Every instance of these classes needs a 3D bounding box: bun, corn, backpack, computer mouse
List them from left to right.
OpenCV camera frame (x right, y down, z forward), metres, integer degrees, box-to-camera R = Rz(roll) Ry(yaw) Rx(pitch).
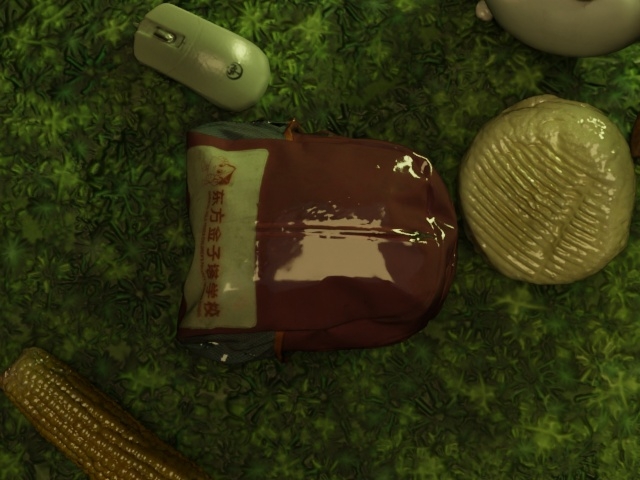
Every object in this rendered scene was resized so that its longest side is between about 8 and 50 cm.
[{"bbox_3d":[-0.240,0.242,1.854,0.320,0.097,0.097,39,88,5],"label":"corn"},{"bbox_3d":[-0.147,-0.224,1.896,0.181,0.056,0.089,28,83,3],"label":"computer mouse"},{"bbox_3d":[0.000,0.000,1.803,0.317,0.197,0.283,-1,84,12],"label":"backpack"},{"bbox_3d":[0.266,-0.062,1.836,0.220,0.134,0.220,4,100,27],"label":"bun"}]

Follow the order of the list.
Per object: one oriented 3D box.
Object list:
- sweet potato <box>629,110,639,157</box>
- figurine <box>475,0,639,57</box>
[{"bbox_3d":[0.492,-0.222,1.861,0.341,0.092,0.114,-31,103,0],"label":"sweet potato"},{"bbox_3d":[0.335,-0.290,1.768,0.361,0.253,0.211,27,109,26],"label":"figurine"}]
